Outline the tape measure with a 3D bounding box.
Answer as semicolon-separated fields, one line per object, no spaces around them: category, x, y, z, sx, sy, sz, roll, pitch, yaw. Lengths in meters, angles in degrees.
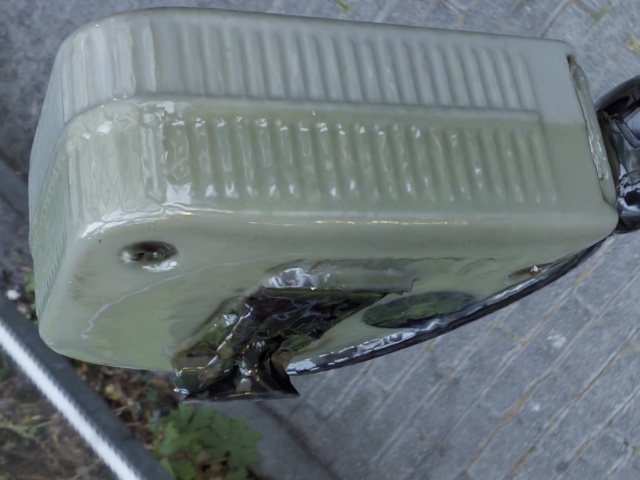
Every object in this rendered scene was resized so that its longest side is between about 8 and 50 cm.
tape measure;0.000;0.000;0.509;0.231;0.271;0.133;131;133;-60
